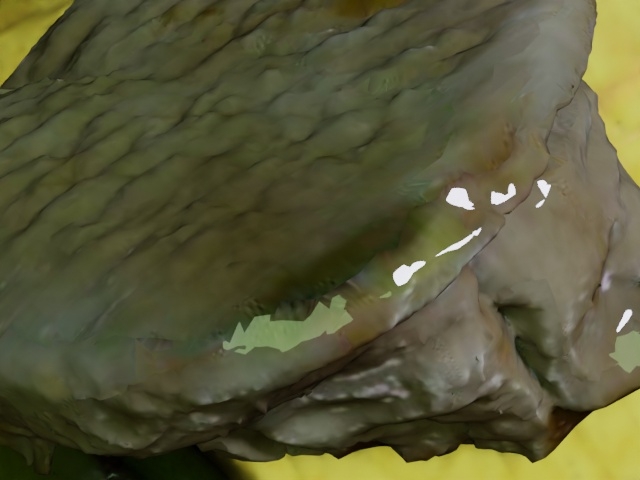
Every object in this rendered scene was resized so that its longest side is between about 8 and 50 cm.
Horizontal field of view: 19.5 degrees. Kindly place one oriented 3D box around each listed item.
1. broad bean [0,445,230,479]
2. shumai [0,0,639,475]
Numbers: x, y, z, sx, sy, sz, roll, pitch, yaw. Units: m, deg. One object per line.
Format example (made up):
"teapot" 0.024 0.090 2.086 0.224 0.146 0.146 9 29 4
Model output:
"broad bean" -0.032 0.090 0.495 0.214 0.070 0.048 37 70 16
"shumai" 0.000 0.000 0.480 0.201 0.201 0.120 -26 124 0
